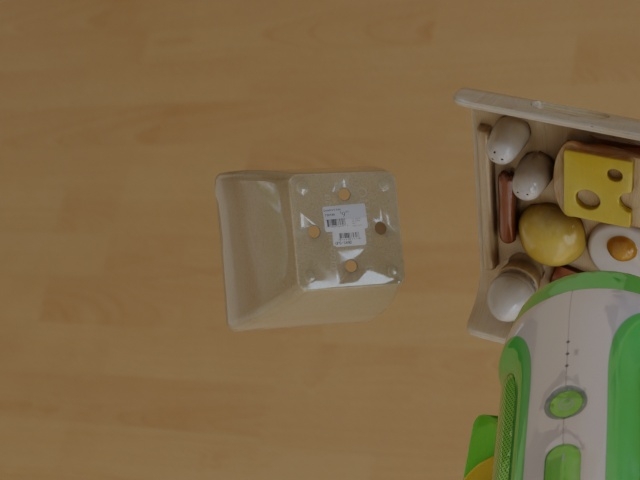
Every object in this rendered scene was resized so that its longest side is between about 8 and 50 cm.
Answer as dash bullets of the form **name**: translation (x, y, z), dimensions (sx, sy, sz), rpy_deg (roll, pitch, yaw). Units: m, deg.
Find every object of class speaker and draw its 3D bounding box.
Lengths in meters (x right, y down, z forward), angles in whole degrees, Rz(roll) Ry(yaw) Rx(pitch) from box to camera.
- **speaker**: translation (0.149, 0.155, 0.729), dimensions (0.131, 0.131, 0.296), rpy_deg (-12, 38, 23)

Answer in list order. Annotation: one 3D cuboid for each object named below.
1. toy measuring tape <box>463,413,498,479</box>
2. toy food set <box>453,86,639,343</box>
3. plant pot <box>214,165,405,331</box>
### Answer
- **toy measuring tape**: translation (0.136, 0.258, 0.911), dimensions (0.121, 0.121, 0.330), rpy_deg (9, 87, 31)
- **toy food set**: translation (0.241, -0.003, 1.337), dimensions (0.220, 0.306, 0.092), rpy_deg (13, 45, 24)
- **plant pot**: translation (0.000, 0.000, 0.894), dimensions (0.096, 0.109, 0.109), rpy_deg (163, 103, -68)
